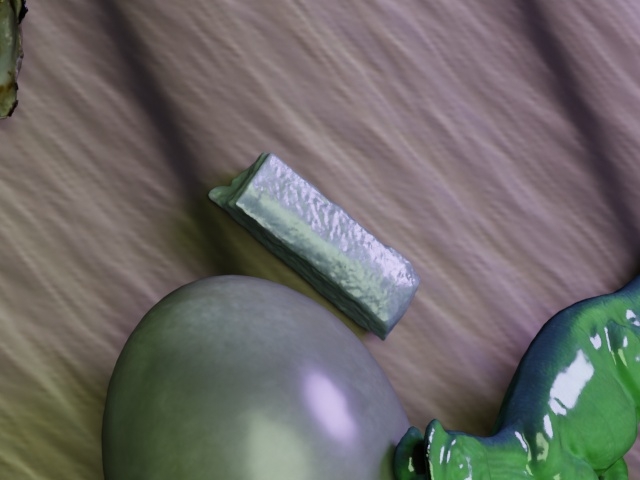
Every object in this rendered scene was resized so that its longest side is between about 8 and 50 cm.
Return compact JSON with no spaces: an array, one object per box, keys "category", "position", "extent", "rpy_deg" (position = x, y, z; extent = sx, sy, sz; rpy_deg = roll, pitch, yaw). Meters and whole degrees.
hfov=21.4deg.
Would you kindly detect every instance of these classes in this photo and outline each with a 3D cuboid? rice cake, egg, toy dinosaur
[{"category":"rice cake","position":[0.000,0.000,1.522],"extent":[0.206,0.063,0.069],"rpy_deg":[42,74,-6]},{"category":"egg","position":[-0.043,0.199,1.388],"extent":[0.258,0.258,0.352],"rpy_deg":[-18,83,-15]},{"category":"toy dinosaur","position":[0.206,0.067,1.472],"extent":[0.374,0.144,0.499],"rpy_deg":[25,64,-42]}]

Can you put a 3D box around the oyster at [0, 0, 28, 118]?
[{"category":"oyster","position":[-0.338,-0.240,1.469],"extent":[0.166,0.094,0.294],"rpy_deg":[-14,97,4]}]
